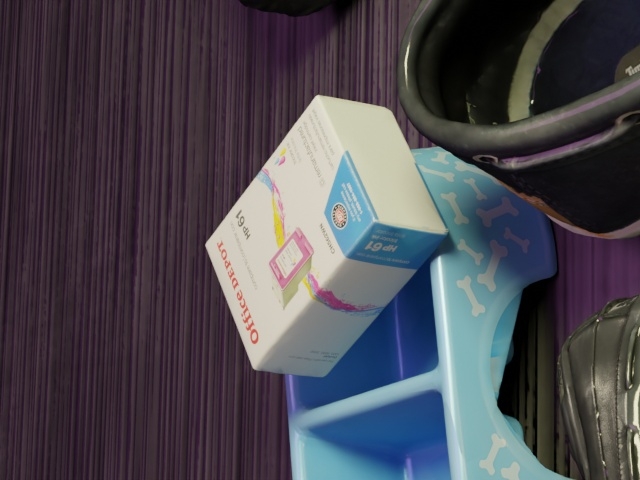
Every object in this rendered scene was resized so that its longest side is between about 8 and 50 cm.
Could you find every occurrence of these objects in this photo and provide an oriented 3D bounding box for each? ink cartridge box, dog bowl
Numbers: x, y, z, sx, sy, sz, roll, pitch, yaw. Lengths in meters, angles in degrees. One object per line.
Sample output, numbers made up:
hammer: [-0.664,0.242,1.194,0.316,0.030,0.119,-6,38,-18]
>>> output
ink cartridge box: [0.000,0.000,0.889,0.122,0.052,0.088,-52,46,35]
dog bowl: [0.050,0.087,0.912,0.166,0.074,0.297,-24,65,49]

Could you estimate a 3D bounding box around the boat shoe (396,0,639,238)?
boat shoe: [0.211,-0.176,0.683,0.500,0.156,0.187,-45,49,38]

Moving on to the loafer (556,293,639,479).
loafer: [0.162,0.124,0.755,0.078,0.076,0.223,-48,45,47]

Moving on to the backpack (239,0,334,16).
backpack: [-0.024,-0.247,1.037,0.152,0.115,0.182,-46,47,42]
